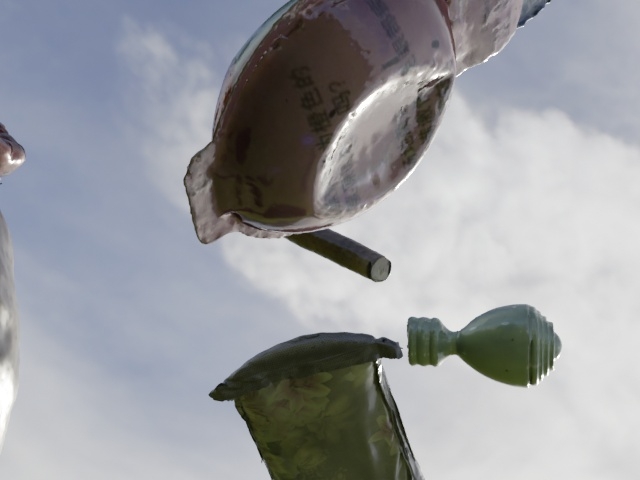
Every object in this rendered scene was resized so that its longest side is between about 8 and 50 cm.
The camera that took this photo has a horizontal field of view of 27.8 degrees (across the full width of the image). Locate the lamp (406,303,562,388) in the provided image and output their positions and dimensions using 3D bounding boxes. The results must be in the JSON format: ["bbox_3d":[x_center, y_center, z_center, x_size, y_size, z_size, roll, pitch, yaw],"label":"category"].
[{"bbox_3d":[0.203,0.131,1.614,0.193,0.106,0.106,0,-47,12],"label":"lamp"}]

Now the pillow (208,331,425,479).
[{"bbox_3d":[0.005,0.175,1.172,0.169,0.059,0.255,-18,-49,-2],"label":"pillow"}]

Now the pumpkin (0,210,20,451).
[{"bbox_3d":[-0.198,-0.002,0.577,0.169,0.148,0.312,-5,-58,54],"label":"pumpkin"}]

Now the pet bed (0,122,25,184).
[{"bbox_3d":[-0.370,-0.136,1.266,0.201,0.053,0.201,48,-2,2],"label":"pet bed"}]

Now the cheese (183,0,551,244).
[{"bbox_3d":[0.040,-0.096,0.712,0.074,0.286,0.189,41,-21,27],"label":"cheese"}]

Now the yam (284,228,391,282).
[{"bbox_3d":[0.000,0.000,1.926,0.264,0.046,0.046,26,-35,42],"label":"yam"}]
